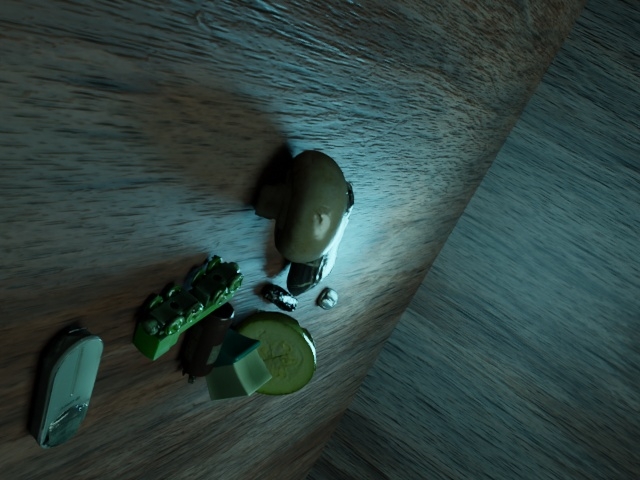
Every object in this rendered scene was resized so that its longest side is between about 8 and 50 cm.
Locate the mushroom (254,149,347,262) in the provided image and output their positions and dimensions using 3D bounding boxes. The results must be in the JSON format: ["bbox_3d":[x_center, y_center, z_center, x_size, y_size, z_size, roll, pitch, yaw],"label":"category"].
[{"bbox_3d":[-0.038,-0.069,1.627,0.226,0.178,0.226,-161,-90,-78],"label":"mushroom"}]

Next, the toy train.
[{"bbox_3d":[-0.243,0.124,1.551,0.251,0.085,0.119,-34,158,-47],"label":"toy train"}]

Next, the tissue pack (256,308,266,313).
[{"bbox_3d":[-0.136,0.261,2.036,0.090,0.103,0.170,-44,160,-29],"label":"tissue pack"}]

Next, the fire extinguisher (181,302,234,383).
[{"bbox_3d":[-0.245,0.219,1.739,0.099,0.071,0.231,-81,-168,-57],"label":"fire extinguisher"}]

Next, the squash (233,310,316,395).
[{"bbox_3d":[-0.116,0.272,1.925,0.041,0.219,0.219,-72,-173,-66],"label":"squash"}]

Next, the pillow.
[{"bbox_3d":[0.000,0.000,1.952,0.161,0.093,0.335,-47,161,-44],"label":"pillow"}]

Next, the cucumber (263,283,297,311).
[{"bbox_3d":[-0.098,0.141,2.013,0.053,0.053,0.181,-55,162,-3],"label":"cucumber"}]

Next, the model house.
[{"bbox_3d":[-0.202,0.272,1.851,0.127,0.149,0.100,-15,-169,34],"label":"model house"}]

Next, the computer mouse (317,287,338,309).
[{"bbox_3d":[0.026,0.175,2.419,0.066,0.039,0.096,-55,162,-6],"label":"computer mouse"}]

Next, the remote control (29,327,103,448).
[{"bbox_3d":[-0.415,0.242,1.337,0.104,0.052,0.247,-31,150,-52],"label":"remote control"}]
